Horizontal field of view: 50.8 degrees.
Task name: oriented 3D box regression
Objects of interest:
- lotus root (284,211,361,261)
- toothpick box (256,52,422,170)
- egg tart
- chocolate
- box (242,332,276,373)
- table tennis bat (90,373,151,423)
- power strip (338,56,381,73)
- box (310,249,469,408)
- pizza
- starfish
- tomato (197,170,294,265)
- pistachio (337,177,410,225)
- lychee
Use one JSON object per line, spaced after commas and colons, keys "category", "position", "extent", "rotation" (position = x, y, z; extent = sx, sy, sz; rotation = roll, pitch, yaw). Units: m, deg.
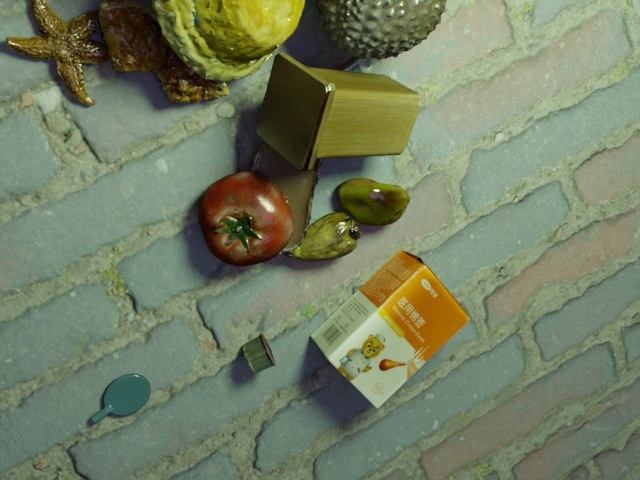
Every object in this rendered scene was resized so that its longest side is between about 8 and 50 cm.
{"category": "lotus root", "position": [0.000, 0.000, 1.616], "extent": [0.190, 0.094, 0.108], "rotation": [-19, 92, -5]}
{"category": "toothpick box", "position": [0.050, -0.272, 1.442], "extent": [0.308, 0.190, 0.187], "rotation": [-7, 125, -40]}
{"category": "egg tart", "position": [-0.149, -0.488, 1.287], "extent": [0.388, 0.169, 0.388], "rotation": [-31, 131, -45]}
{"category": "chocolate", "position": [-0.086, -0.106, 1.546], "extent": [0.161, 0.083, 0.261], "rotation": [17, 106, 3]}
{"category": "box", "position": [-0.152, 0.279, 1.651], "extent": [0.063, 0.085, 0.060], "rotation": [-24, 115, -6]}
{"category": "table tennis bat", "position": [-0.475, 0.379, 1.599], "extent": [0.155, 0.019, 0.100], "rotation": [-38, 116, -7]}
{"category": "power strip", "position": [0.074, -0.384, 1.548], "extent": [0.191, 0.030, 0.047], "rotation": [-38, 117, -5]}
{"category": "box", "position": [0.179, 0.221, 1.721], "extent": [0.341, 0.143, 0.225], "rotation": [-43, 116, -2]}
{"category": "pizza", "position": [-0.313, -0.375, 1.365], "extent": [0.305, 0.085, 0.161], "rotation": [30, 84, -30]}
{"category": "starfish", "position": [-0.491, -0.383, 1.333], "extent": [0.227, 0.043, 0.241], "rotation": [-20, 116, -12]}
{"category": "tomato", "position": [-0.171, -0.038, 1.491], "extent": [0.225, 0.085, 0.225], "rotation": [1, 104, 5]}
{"category": "pistachio", "position": [0.132, -0.089, 1.626], "extent": [0.189, 0.100, 0.110], "rotation": [11, 99, -24]}
{"category": "lychee", "position": [0.118, -0.521, 1.379], "extent": [0.300, 0.300, 0.300], "rotation": [-6, 109, -18]}
